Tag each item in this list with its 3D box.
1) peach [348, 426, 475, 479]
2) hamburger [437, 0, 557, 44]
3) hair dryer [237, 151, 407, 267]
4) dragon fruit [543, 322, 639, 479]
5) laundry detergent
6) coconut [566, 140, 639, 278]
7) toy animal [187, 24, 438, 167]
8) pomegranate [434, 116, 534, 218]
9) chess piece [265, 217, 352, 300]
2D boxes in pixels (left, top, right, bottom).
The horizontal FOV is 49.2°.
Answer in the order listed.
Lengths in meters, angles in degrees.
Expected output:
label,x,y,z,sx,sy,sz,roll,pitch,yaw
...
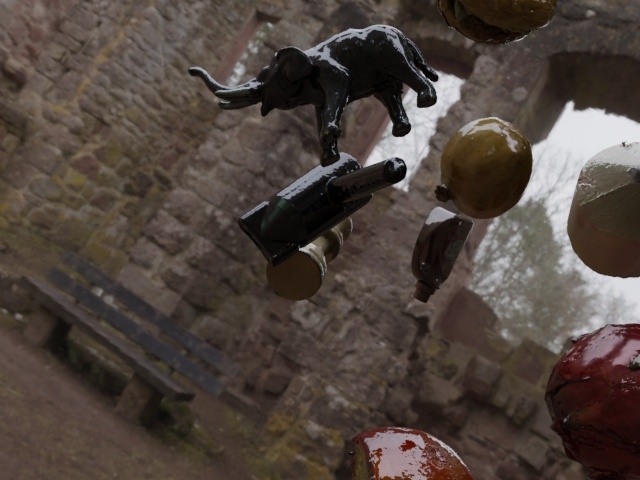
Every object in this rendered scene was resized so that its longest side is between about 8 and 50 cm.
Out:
label,x,y,z,sx,sy,sz,roll,pitch,yaw
peach,0.200,0.607,1.511,0.310,0.335,0.406,9,27,-12
hamburger,0.368,-0.545,1.447,0.260,0.283,0.144,1,-10,-21
hair dryer,0.016,-0.069,1.187,0.116,0.244,0.302,57,-28,-8
dragon fruit,0.565,0.290,1.258,0.295,0.302,0.295,56,19,-30
laundry detergent,0.275,0.036,1.724,0.076,0.237,0.171,31,9,37
coconut,0.599,-0.065,1.335,0.239,0.239,0.244,28,-23,19
toy animal,-0.001,-0.159,0.770,0.270,0.137,0.082,-13,-16,-5
pomegranate,0.295,-0.128,1.280,0.196,0.196,0.196,30,-7,4
chess piece,0.000,0.000,1.545,0.117,0.117,0.397,30,26,4
